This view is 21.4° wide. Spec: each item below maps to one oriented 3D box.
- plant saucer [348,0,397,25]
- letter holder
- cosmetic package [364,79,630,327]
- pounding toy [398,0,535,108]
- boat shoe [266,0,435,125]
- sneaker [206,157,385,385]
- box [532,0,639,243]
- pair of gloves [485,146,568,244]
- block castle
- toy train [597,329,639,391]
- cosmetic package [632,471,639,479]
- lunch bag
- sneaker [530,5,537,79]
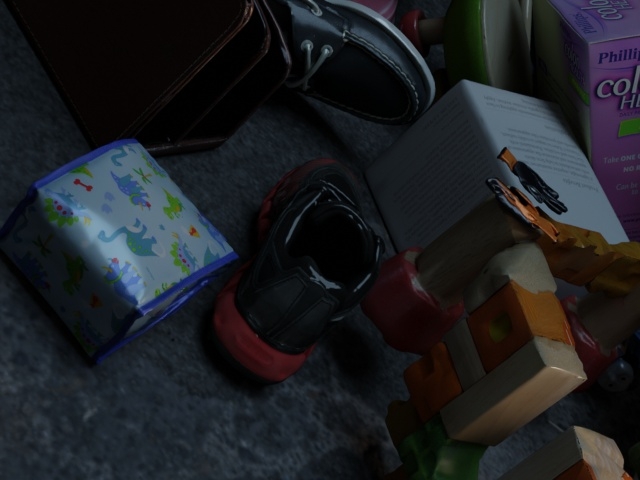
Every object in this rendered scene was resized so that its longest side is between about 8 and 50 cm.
[{"bbox_3d":[-0.038,-0.333,1.739,0.332,0.084,0.332,31,36,-26],"label":"plant saucer"},{"bbox_3d":[-0.144,-0.252,1.411,0.152,0.214,0.302,-12,65,-53],"label":"letter holder"},{"bbox_3d":[0.167,-0.027,1.599,0.151,0.151,0.183,10,49,-44],"label":"cosmetic package"},{"bbox_3d":[0.155,-0.188,1.788,0.237,0.110,0.183,-2,86,-70],"label":"pounding toy"},{"bbox_3d":[-0.036,-0.188,1.567,0.302,0.114,0.091,29,37,0],"label":"boat shoe"},{"bbox_3d":[0.000,0.000,1.395,0.098,0.135,0.276,39,33,-10],"label":"sneaker"},{"bbox_3d":[0.301,-0.127,1.717,0.213,0.117,0.243,-107,-171,-65],"label":"box"},{"bbox_3d":[0.165,-0.035,1.351,0.074,0.010,0.083,41,30,-6],"label":"pair of gloves"},{"bbox_3d":[0.213,0.203,1.362,0.303,0.213,0.453,17,43,-41],"label":"block castle"},{"bbox_3d":[0.294,0.080,1.708,0.105,0.080,0.184,49,32,-11],"label":"toy train"},{"bbox_3d":[0.545,0.214,1.483,0.327,0.329,0.394,19,3,-37],"label":"cosmetic package"},{"bbox_3d":[-0.146,-0.001,1.262,0.129,0.096,0.151,50,43,3],"label":"lunch bag"},{"bbox_3d":[0.288,-0.261,2.040,0.323,0.130,0.236,-98,165,-71],"label":"sneaker"}]
